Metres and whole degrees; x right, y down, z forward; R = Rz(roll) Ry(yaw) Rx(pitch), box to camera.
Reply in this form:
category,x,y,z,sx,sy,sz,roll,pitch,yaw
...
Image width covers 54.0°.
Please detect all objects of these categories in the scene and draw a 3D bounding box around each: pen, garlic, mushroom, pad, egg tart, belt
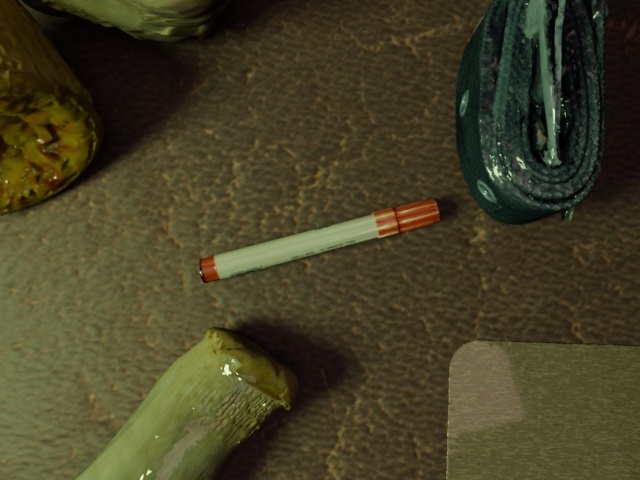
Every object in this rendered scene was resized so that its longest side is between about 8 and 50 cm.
category,x,y,z,sx,sy,sz,roll,pitch,yaw
pen,0.000,0.000,0.610,0.239,0.028,0.028,-15,86,-2
garlic,-0.180,-0.269,0.531,0.245,0.245,0.160,6,89,-1
mushroom,-0.170,0.217,0.565,0.351,0.095,0.123,-40,64,-4
pad,0.256,0.189,0.614,0.266,0.002,0.176,2,86,-1
egg tart,-0.309,-0.122,0.540,0.202,0.202,0.147,-29,74,-3
belt,0.193,-0.128,0.572,0.122,0.128,0.218,2,85,0
